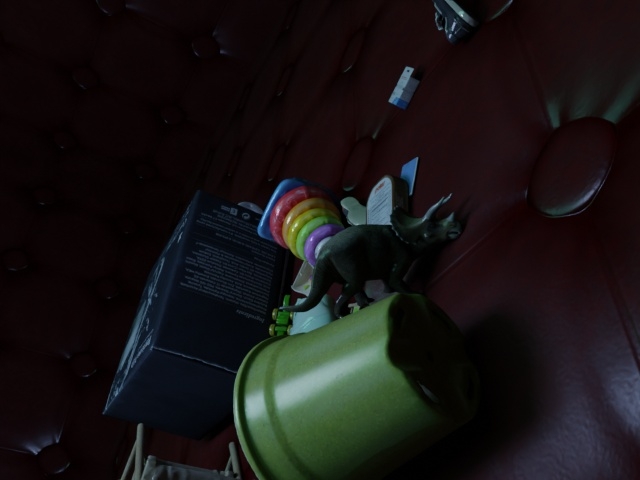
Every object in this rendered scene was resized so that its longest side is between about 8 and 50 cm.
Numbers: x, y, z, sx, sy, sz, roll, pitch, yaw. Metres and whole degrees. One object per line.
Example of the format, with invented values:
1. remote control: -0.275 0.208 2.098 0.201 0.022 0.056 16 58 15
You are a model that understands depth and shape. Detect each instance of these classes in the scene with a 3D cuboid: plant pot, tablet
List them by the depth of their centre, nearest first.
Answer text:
1. plant pot: 0.066 0.204 0.838 0.254 0.276 0.276 -38 35 33
2. tablet: 0.169 -0.118 1.189 0.054 0.006 0.083 -29 44 60

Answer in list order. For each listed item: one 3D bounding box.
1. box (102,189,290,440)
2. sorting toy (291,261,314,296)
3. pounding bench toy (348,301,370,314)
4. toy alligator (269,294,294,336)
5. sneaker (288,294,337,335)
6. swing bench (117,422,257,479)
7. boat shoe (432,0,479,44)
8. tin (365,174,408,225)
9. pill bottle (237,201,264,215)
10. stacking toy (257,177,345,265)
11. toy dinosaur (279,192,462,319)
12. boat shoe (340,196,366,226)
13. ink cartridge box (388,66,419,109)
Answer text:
1. box: -0.325 0.215 1.644 0.480 0.297 0.472 -48 29 45
2. sorting toy: -0.024 0.093 1.414 0.083 0.045 0.075 -64 29 16
3. pounding bench toy: 0.085 0.142 1.085 0.083 0.052 0.065 -20 52 63
4. toy alligator: -0.087 0.222 1.436 0.051 0.056 0.190 63 -148 -59
5. sneaker: -0.046 0.209 1.276 0.256 0.094 0.151 -38 42 37
6. swing bench: -0.300 0.546 1.359 0.254 0.253 0.165 8 78 69
7. boat shoe: 0.248 -0.453 1.221 0.065 0.075 0.206 -54 30 27
8. tin: 0.126 -0.042 1.172 0.106 0.040 0.190 -40 38 47
9. pill bottle: -0.270 -0.027 2.009 0.208 0.119 0.119 -44 32 48
10. stacking toy: 0.000 0.000 1.325 0.166 0.175 0.302 -61 34 17
11. toy dinosaur: 0.074 0.033 1.006 0.121 0.313 0.160 -127 22 -77
12. boat shoe: 0.077 -0.050 1.301 0.137 0.049 0.043 -123 15 -62
13. ink cartridge box: 0.184 -0.329 1.319 0.083 0.028 0.048 -63 22 14
